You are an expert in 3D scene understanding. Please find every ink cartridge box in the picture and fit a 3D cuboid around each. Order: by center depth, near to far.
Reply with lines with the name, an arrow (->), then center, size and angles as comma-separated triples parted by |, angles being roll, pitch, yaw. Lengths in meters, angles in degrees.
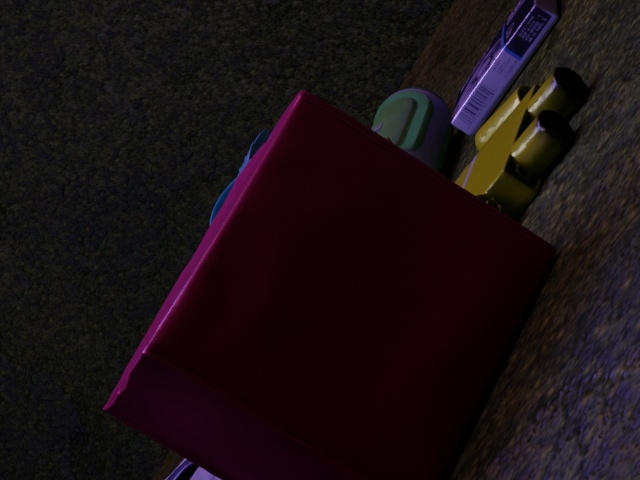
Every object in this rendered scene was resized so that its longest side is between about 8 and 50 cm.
ink cartridge box -> 0.264, -0.268, 1.928 | 0.206, 0.045, 0.208 | -56, 4, 23

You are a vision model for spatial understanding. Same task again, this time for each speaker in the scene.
speaker -> 0.119, -0.119, 1.963 | 0.131, 0.131, 0.296 | -55, 6, 30

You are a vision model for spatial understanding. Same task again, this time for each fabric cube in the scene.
fabric cube -> -0.001, 0.079, 1.157 | 0.258, 0.254, 0.259 | -62, 7, -22

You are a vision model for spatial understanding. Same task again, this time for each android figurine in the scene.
android figurine -> 0.177, -0.058, 1.418 | 0.273, 0.056, 0.248 | -51, 8, 44

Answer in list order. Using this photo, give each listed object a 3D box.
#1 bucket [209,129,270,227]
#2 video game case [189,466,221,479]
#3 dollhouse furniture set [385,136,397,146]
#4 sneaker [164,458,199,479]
bucket -> -0.034, -0.033, 2.202 | 0.183, 0.281, 0.281 | -59, 4, 29
video game case -> -0.151, 0.384, 1.628 | 0.206, 0.026, 0.227 | -56, 26, 21
dollhouse furniture set -> 0.000, 0.000, 1.749 | 0.301, 0.151, 0.197 | -59, -29, -3
sneaker -> -0.197, 0.395, 1.831 | 0.350, 0.131, 0.148 | -56, 1, 18
